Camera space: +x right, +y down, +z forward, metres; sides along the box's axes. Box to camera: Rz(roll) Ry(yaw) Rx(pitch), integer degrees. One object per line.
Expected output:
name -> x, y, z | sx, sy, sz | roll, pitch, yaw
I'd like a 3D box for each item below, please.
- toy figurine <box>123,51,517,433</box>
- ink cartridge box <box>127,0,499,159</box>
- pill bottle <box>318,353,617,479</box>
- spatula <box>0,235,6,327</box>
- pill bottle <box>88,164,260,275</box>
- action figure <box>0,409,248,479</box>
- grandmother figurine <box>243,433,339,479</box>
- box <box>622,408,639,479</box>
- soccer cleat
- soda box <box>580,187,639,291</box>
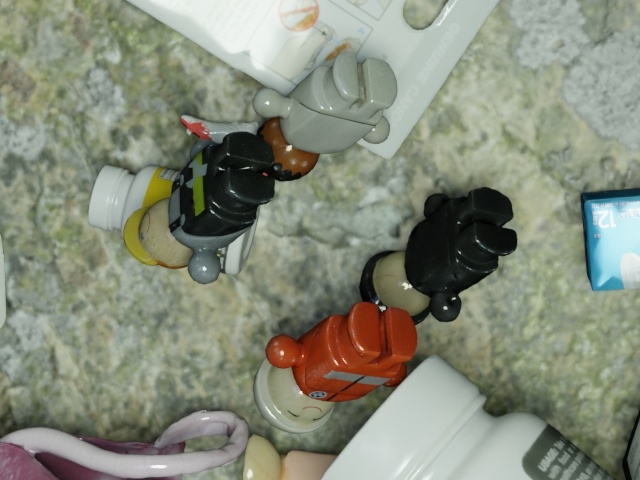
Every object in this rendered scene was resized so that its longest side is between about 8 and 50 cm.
toy figurine -> 0.000, 0.000, 1.137 | 0.209, 0.213, 0.148 | 48, 141, -3
ink cartridge box -> -0.030, -0.286, 1.198 | 0.385, 0.091, 0.308 | 31, 99, -15
pill bottle -> 0.138, 0.214, 1.086 | 0.283, 0.161, 0.161 | 40, 99, 9
spatula -> -0.331, -0.042, 1.277 | 0.168, 0.019, 0.242 | -6, 95, 13
pill bottle -> -0.107, -0.019, 1.227 | 0.116, 0.065, 0.065 | 15, 98, 6
action figure -> -0.281, 0.168, 1.169 | 0.370, 0.248, 0.275 | 33, 102, 7
grandmother figurine -> 0.116, 0.225, 1.213 | 0.342, 0.104, 0.207 | 3, 105, 9
box -> 0.402, 0.037, 1.089 | 0.318, 0.097, 0.395 | 11, 116, -4
soccer cleat -> -0.063, -0.077, 1.235 | 0.083, 0.029, 0.035 | 29, 90, 0
soda box -> 0.291, -0.007, 1.177 | 0.210, 0.071, 0.067 | -5, 95, 7
